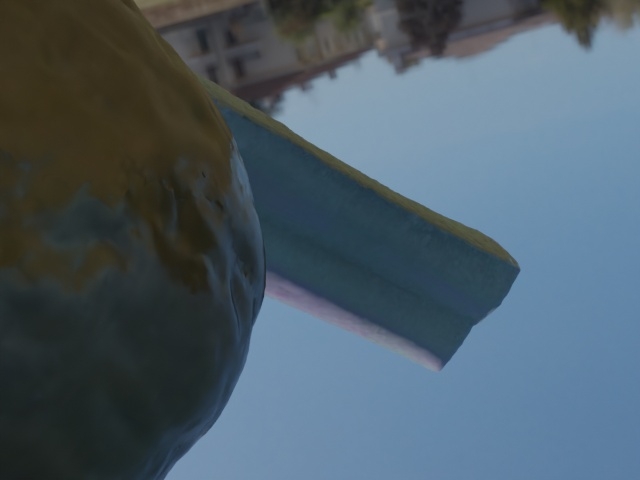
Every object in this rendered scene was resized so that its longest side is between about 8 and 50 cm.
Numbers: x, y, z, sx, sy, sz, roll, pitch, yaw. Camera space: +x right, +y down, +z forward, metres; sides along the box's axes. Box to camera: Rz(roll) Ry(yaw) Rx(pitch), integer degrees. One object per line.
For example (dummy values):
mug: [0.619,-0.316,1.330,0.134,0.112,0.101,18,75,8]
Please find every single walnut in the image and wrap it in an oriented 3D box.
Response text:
walnut: [-0.151,-0.016,0.425,0.227,0.282,0.283,-23,-179,40]

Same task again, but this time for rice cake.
rice cake: [0.001,0.000,0.671,0.222,0.080,0.042,26,-167,-36]
